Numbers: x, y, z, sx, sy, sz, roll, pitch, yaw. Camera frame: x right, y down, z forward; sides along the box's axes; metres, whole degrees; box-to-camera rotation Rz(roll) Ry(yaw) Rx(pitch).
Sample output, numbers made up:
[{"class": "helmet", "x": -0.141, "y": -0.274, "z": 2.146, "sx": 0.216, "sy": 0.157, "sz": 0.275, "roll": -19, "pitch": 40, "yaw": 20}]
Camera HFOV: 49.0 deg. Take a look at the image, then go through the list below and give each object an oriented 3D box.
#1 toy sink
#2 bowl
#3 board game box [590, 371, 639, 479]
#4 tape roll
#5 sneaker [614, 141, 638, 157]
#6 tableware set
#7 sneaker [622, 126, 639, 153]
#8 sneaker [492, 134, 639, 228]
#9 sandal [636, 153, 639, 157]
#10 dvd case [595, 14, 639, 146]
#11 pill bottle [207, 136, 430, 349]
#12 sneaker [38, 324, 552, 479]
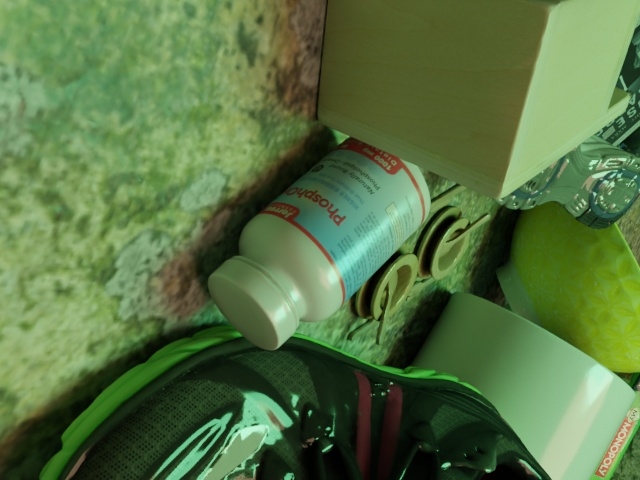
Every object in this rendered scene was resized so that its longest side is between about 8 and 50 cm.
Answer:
[{"class": "toy sink", "x": 0.133, "y": -0.149, "z": 0.509, "sx": 0.234, "sy": 0.152, "sz": 0.131, "roll": -29, "pitch": 137, "yaw": -42}, {"class": "bowl", "x": 0.331, "y": 0.058, "z": 0.945, "sx": 0.156, "sy": 0.290, "sz": 0.289, "roll": -25, "pitch": 154, "yaw": 15}, {"class": "board game box", "x": 0.391, "y": 0.226, "z": 1.124, "sx": 0.046, "sy": 0.317, "sz": 0.214, "roll": 20, "pitch": 101, "yaw": -15}, {"class": "tape roll", "x": 0.226, "y": 0.196, "z": 0.853, "sx": 0.169, "sy": 0.246, "sz": 0.246, "roll": -58, "pitch": 150, "yaw": -6}, {"class": "sneaker", "x": 0.415, "y": -0.105, "z": 1.037, "sx": 0.081, "sy": 0.080, "sz": 0.211, "roll": -47, "pitch": 175, "yaw": 16}, {"class": "tableware set", "x": 0.107, "y": 0.028, "z": 0.733, "sx": 0.194, "sy": 0.039, "sz": 0.128, "roll": -29, "pitch": 138, "yaw": -43}, {"class": "sneaker", "x": 0.441, "y": -0.241, "z": 0.975, "sx": 0.121, "sy": 0.111, "sz": 0.300, "roll": -33, "pitch": 137, "yaw": -21}, {"class": "sneaker", "x": 0.217, "y": -0.096, "z": 0.732, "sx": 0.297, "sy": 0.129, "sz": 0.111, "roll": 19, "pitch": 114, "yaw": -41}, {"class": "sandal", "x": 0.506, "y": -0.213, "z": 1.140, "sx": 0.097, "sy": 0.054, "sz": 0.255, "roll": -45, "pitch": 138, "yaw": -39}, {"class": "dvd case", "x": 0.354, "y": -0.188, "z": 0.849, "sx": 0.179, "sy": 0.030, "sz": 0.238, "roll": -44, "pitch": 145, "yaw": 15}, {"class": "pill bottle", "x": 0.000, "y": 0.000, "z": 0.497, "sx": 0.160, "sy": 0.087, "sz": 0.087, "roll": -43, "pitch": 146, "yaw": -29}, {"class": "sneaker", "x": 0.028, "y": 0.185, "z": 0.526, "sx": 0.482, "sy": 0.202, "sz": 0.185, "roll": 8, "pitch": 106, "yaw": -39}]
